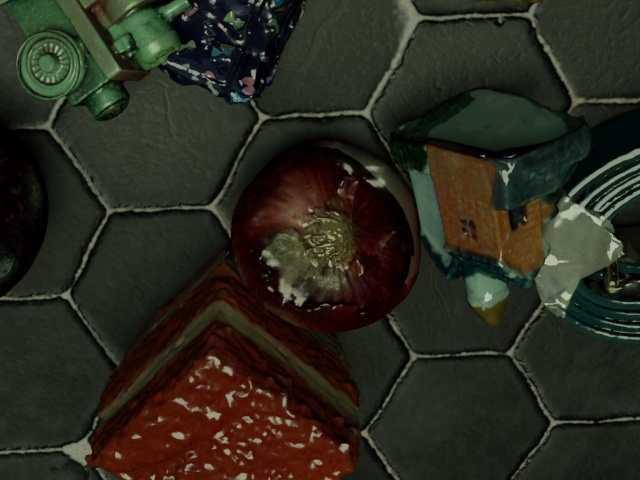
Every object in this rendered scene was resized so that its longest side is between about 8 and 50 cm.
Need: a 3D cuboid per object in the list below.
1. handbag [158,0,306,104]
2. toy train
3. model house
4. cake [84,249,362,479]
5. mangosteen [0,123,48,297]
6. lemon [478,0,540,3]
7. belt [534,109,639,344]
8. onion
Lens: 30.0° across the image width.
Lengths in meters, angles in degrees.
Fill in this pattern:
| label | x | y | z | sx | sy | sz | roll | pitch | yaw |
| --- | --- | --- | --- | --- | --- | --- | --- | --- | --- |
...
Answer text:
| label | x | y | z | sx | sy | sz | roll | pitch | yaw |
| --- | --- | --- | --- | --- | --- | --- | --- | --- | --- |
| handbag | -0.106 | -0.304 | 1.534 | 0.162 | 0.113 | 0.260 | 25 | 112 | 0 |
| toy train | -0.296 | -0.310 | 1.479 | 0.222 | 0.150 | 0.304 | -32 | 92 | 13 |
| model house | 0.228 | -0.030 | 1.573 | 0.185 | 0.253 | 0.291 | -20 | 114 | -30 |
| cake | -0.122 | 0.219 | 1.630 | 0.269 | 0.319 | 0.270 | 40 | 110 | -19 |
| mangosteen | -0.496 | -0.034 | 1.550 | 0.288 | 0.288 | 0.288 | -1 | 112 | -2 |
| lemon | 0.216 | -0.391 | 1.484 | 0.193 | 0.180 | 0.180 | 27 | 108 | -17 |
| belt | 0.491 | -0.027 | 1.640 | 0.437 | 0.173 | 0.300 | -15 | 110 | 4 |
| onion | 0.000 | 0.000 | 1.632 | 0.272 | 0.195 | 0.271 | 7 | 72 | -22 |
